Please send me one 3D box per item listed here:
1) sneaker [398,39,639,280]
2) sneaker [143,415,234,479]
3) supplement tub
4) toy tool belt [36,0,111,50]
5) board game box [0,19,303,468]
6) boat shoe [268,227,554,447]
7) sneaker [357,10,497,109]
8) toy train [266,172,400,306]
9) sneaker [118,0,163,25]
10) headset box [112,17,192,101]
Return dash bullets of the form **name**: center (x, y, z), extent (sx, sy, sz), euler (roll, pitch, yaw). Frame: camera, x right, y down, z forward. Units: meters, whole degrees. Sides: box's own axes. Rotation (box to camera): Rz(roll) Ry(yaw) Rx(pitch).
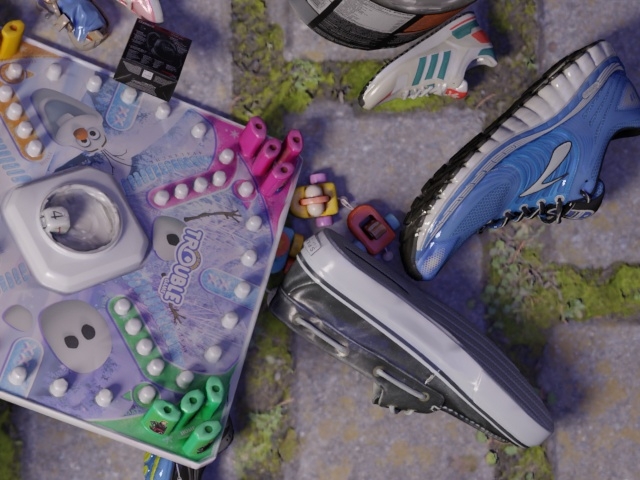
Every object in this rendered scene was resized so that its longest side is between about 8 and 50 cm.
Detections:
- **sneaker**: center (0.223, -0.063, 1.572), extent (0.330, 0.130, 0.147), euler (-41, 93, -9)
- **sneaker**: center (-0.122, 0.178, 1.545), extent (0.078, 0.067, 0.188), euler (23, 83, -30)
- **supplement tub**: center (0.078, -0.307, 1.445), extent (0.207, 0.338, 0.207), euler (0, 88, -11)
- **toy tool belt**: center (-0.254, -0.234, 1.528), extent (0.083, 0.051, 0.052), euler (45, 82, -6)
- **board game box**: center (-0.231, -0.020, 1.432), extent (0.390, 0.050, 0.390), euler (22, 54, -9)
- **boat shoe**: center (0.093, 0.123, 1.564), extent (0.335, 0.121, 0.119), euler (38, 106, -9)
- **sneaker**: center (0.119, -0.175, 1.591), extent (0.161, 0.057, 0.075), euler (-35, 89, -12)
- **toy train**: center (0.000, 0.000, 1.572), extent (0.166, 0.046, 0.125), euler (-35, 94, -9)
- **sneaker**: center (-0.220, -0.268, 1.535), extent (0.070, 0.051, 0.134), euler (-31, 87, -14)
- **headset box**: center (-0.169, -0.186, 1.510), extent (0.062, 0.083, 0.032), euler (22, 130, -10)
